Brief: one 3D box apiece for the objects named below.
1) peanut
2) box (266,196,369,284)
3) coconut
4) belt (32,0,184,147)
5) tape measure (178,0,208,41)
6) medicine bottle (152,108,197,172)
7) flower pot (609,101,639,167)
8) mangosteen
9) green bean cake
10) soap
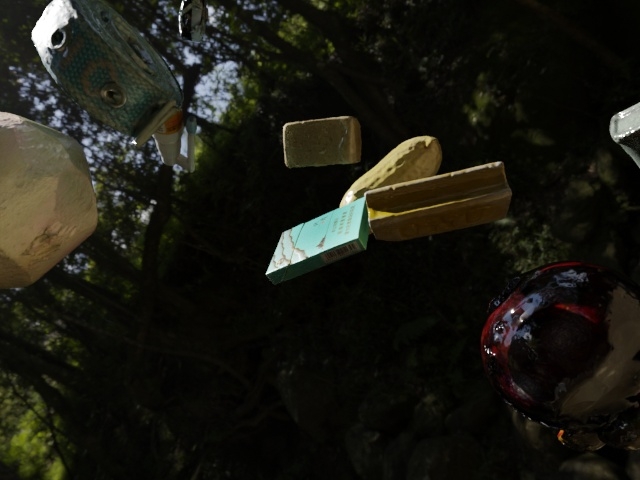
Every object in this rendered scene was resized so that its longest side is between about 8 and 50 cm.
[{"bbox_3d":[0.176,-0.139,1.241,0.319,0.147,0.147,-44,-14,-1],"label":"peanut"},{"bbox_3d":[-0.001,0.000,1.067,0.041,0.229,0.162,55,-152,-25],"label":"box"},{"bbox_3d":[-0.407,-0.061,0.647,0.234,0.224,0.224,-45,-26,-31],"label":"coconut"},{"bbox_3d":[-0.221,-0.182,0.515,0.082,0.147,0.163,-44,29,12],"label":"belt"},{"bbox_3d":[-0.239,-0.425,0.925,0.091,0.054,0.094,-143,59,-70],"label":"tape measure"},{"bbox_3d":[-0.273,-0.207,0.914,0.061,0.092,0.221,-60,-2,-27],"label":"medicine bottle"},{"bbox_3d":[0.690,-0.243,0.939,0.229,0.108,0.103,-42,18,44],"label":"flower pot"},{"bbox_3d":[0.562,0.247,1.084,0.381,0.421,0.381,-45,8,8],"label":"mangosteen"},{"bbox_3d":[0.005,-0.232,1.172,0.085,0.179,0.109,-28,-66,-69],"label":"green bean cake"},{"bbox_3d":[0.202,-0.060,0.860,0.140,0.232,0.073,50,-150,-67],"label":"soap"}]
